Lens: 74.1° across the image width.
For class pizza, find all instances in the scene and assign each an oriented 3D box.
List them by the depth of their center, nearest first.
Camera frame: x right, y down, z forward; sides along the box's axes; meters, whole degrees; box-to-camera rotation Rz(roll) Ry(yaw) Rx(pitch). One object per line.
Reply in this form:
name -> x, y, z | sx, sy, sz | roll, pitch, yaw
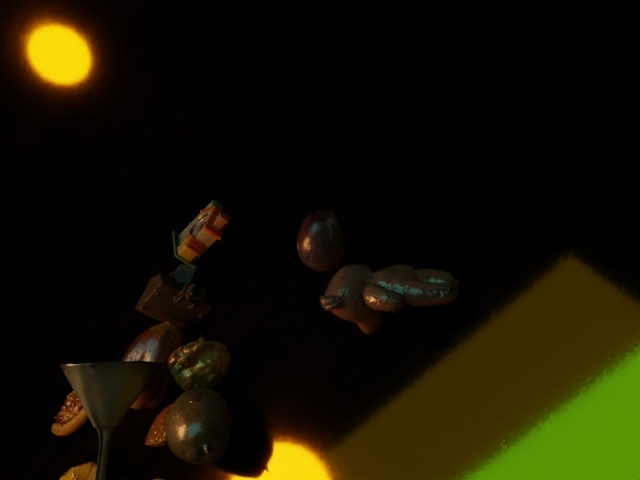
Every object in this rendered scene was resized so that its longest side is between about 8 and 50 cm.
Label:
pizza -> -1.003, 0.666, 1.747 | 0.289, 0.081, 0.229 | -38, 37, 18

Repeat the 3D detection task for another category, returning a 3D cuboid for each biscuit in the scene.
biscuit -> -0.458, 0.561, 1.302 | 0.206, 0.025, 0.126 | -26, 42, 28

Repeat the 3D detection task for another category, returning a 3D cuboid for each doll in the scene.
doll -> 0.159, 0.137, 0.958 | 0.303, 0.156, 0.201 | 0, 14, 26

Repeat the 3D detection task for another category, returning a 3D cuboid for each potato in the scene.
potato -> -0.316, 0.489, 1.109 | 0.251, 0.158, 0.175 | 4, 87, 62

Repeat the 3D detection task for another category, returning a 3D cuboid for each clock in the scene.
clock -> -0.518, -0.046, 1.852 | 0.255, 0.106, 0.220 | -44, 36, 7

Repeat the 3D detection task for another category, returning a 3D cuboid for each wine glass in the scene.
wine glass -> -0.594, 0.546, 1.168 | 0.267, 0.267, 0.407 | -16, 67, 38

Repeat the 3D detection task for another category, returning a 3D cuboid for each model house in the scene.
model house -> -0.490, 0.180, 1.520 | 0.243, 0.211, 0.205 | -21, 46, 42

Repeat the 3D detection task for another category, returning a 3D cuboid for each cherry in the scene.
cherry -> 0.000, 0.001, 1.204 | 0.139, 0.176, 0.176 | -8, 45, 3

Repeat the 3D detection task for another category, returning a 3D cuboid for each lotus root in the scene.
lotus root -> -0.565, 0.420, 1.436 | 0.193, 0.193, 0.291 | -3, 61, 46

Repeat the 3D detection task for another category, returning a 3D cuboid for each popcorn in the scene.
popcorn -> -0.358, 0.365, 1.261 | 0.179, 0.180, 0.170 | -22, 77, 33

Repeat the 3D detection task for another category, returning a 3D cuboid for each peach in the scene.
peach -> -0.773, 0.792, 1.355 | 0.151, 0.119, 0.151 | 4, 36, -3

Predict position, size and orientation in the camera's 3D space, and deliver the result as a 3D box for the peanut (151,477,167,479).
peanut -> -0.402, 0.672, 1.089 | 0.206, 0.087, 0.087 | -9, 52, 44
